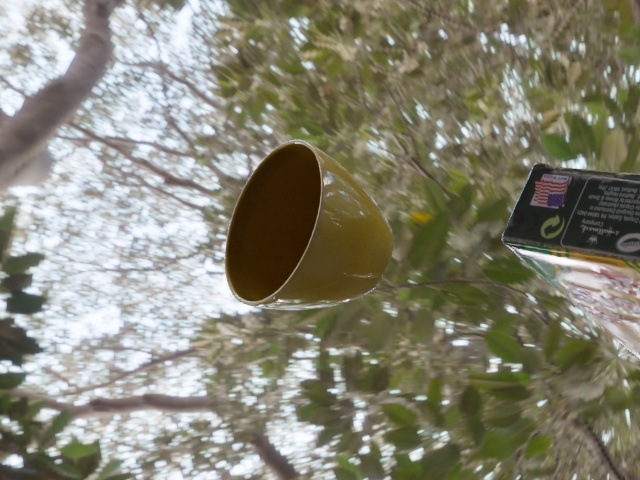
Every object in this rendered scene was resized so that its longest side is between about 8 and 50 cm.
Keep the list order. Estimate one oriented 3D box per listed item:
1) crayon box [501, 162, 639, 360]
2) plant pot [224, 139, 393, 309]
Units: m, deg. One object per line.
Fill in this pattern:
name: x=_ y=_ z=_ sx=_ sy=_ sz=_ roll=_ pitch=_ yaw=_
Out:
crayon box: x=0.328 y=0.052 z=1.149 sx=0.202 sy=0.318 sz=0.081 roll=10 pitch=-110 yaw=48
plant pot: x=0.000 y=0.000 z=1.044 sx=0.095 sy=0.134 sz=0.134 roll=21 pitch=-90 yaw=-31
